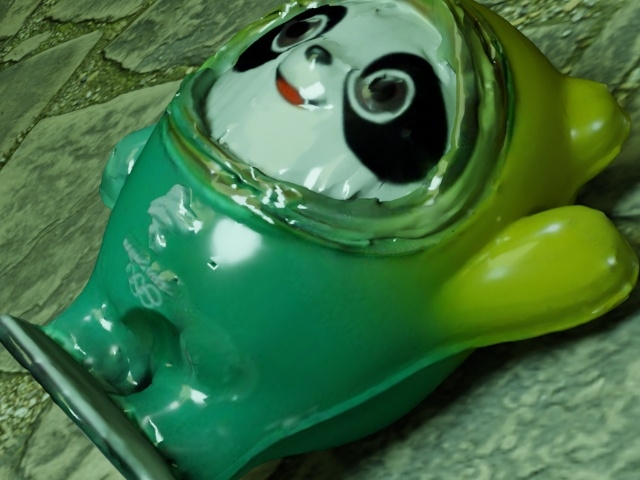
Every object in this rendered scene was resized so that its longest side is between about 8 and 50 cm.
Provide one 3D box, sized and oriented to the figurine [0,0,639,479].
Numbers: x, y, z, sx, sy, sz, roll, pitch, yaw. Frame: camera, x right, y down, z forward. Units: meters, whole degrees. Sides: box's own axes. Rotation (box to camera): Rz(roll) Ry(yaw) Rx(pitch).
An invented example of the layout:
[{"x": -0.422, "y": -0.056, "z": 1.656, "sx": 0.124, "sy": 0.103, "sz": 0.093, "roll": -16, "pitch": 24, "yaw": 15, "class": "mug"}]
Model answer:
[{"x": 0.000, "y": 0.000, "z": 0.850, "sx": 0.340, "sy": 0.231, "sz": 0.323, "roll": -42, "pitch": 50, "yaw": -8, "class": "figurine"}]
